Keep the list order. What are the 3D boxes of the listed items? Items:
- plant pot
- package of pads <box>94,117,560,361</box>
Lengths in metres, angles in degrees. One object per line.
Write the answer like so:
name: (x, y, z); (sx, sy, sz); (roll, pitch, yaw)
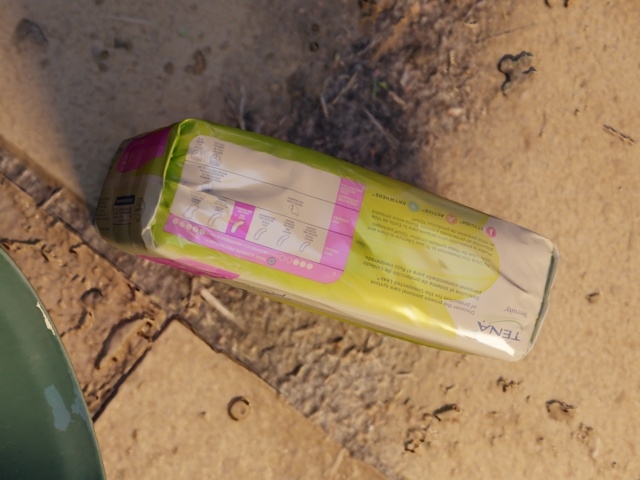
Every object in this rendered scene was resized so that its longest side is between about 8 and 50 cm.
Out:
plant pot: (-0.283, 0.159, 1.173); (0.196, 0.293, 0.293); (-17, 95, 7)
package of pads: (0.000, 0.000, 1.259); (0.297, 0.229, 0.101); (18, 86, -15)
